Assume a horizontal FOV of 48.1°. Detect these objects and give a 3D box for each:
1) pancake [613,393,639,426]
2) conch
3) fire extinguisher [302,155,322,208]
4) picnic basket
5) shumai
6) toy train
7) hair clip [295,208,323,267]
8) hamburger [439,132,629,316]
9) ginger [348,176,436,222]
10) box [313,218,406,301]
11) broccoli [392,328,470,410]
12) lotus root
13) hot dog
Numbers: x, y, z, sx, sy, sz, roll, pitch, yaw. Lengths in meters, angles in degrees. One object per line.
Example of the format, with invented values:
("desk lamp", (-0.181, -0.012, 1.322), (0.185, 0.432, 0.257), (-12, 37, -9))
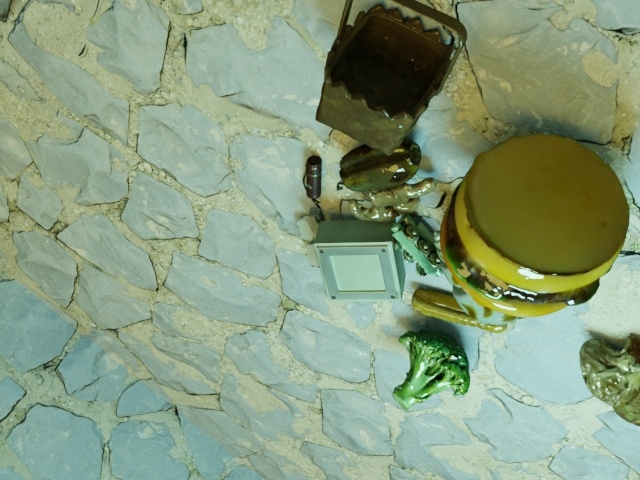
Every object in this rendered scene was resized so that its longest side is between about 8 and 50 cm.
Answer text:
("pancake", (0.960, 0.463, 2.057), (0.250, 0.031, 0.250), (17, 137, 17))
("conch", (0.426, 0.092, 1.883), (0.368, 0.197, 0.249), (53, 137, -5))
("fire extinguisher", (-0.023, -0.169, 2.024), (0.078, 0.045, 0.157), (41, 148, 33))
("picnic basket", (0.146, -0.379, 1.529), (0.254, 0.291, 0.321), (28, 147, 4))
("shumai", (0.813, 0.348, 1.940), (0.209, 0.161, 0.153), (55, 139, 0))
("toy train", (0.271, 0.010, 1.959), (0.194, 0.125, 0.080), (47, 129, -12))
("hair clip", (0.000, 0.000, 2.158), (0.140, 0.054, 0.220), (1, 130, 25))
("hamburger", (0.476, -0.026, 1.616), (0.395, 0.396, 0.277), (25, 154, 7))
("ginger", (0.210, -0.110, 1.906), (0.258, 0.065, 0.149), (-22, 153, 35))
("box", (0.115, 0.061, 2.068), (0.225, 0.117, 0.225), (-2, 130, 16))
("broccoli", (0.323, 0.400, 2.210), (0.254, 0.269, 0.269), (43, 139, 6))
("lotus root", (0.151, -0.193, 1.828), (0.241, 0.123, 0.124), (-10, 87, 37))
("hot dog", (0.406, 0.210, 2.103), (0.285, 0.088, 0.061), (19, 142, 18))
